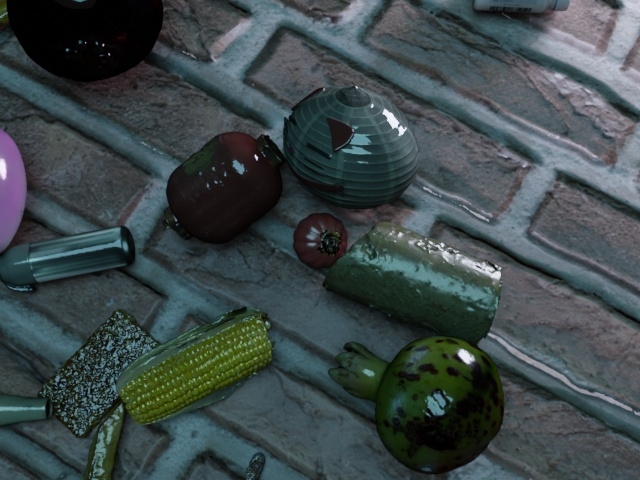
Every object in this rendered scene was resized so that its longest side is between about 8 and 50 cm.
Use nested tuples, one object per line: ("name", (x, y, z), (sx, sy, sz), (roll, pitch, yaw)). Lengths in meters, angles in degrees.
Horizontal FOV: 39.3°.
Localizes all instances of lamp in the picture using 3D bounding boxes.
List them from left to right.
("lamp", (-0.181, -0.098, 1.675), (0.258, 0.180, 0.180), (-36, 77, 12))
("lamp", (0.000, 0.000, 1.687), (0.108, 0.092, 0.107), (-3, 96, -27))
("lamp", (0.053, -0.178, 1.655), (0.233, 0.233, 0.265), (-43, 50, -8))

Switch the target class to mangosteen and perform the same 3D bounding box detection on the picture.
("mangosteen", (-0.452, -0.466, 1.717), (0.297, 0.297, 0.313), (-10, 87, 0))

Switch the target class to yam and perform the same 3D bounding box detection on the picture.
("yam", (0.172, 0.072, 1.628), (0.304, 0.168, 0.168), (22, 78, 7))

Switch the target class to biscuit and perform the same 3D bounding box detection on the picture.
("biscuit", (-0.411, 0.246, 1.677), (0.131, 0.025, 0.231), (40, 81, 10))

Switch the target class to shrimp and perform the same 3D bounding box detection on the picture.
("shrimp", (-0.123, 0.427, 1.613), (0.029, 0.038, 0.092), (13, 77, 6))

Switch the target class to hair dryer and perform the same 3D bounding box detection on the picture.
("hair dryer", (-0.587, 0.266, 1.657), (0.219, 0.088, 0.224), (17, 66, 9))

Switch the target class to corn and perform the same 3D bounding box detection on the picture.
("corn", (-0.219, 0.227, 1.631), (0.305, 0.122, 0.123), (-23, 60, -9))

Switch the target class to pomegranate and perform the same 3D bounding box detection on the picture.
("pomegranate", (0.180, 0.258, 1.570), (0.242, 0.242, 0.306), (-41, 48, -8))

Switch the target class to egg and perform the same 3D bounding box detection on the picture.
("egg", (-0.649, -0.096, 1.688), (0.196, 0.196, 0.271), (-21, 83, -3))

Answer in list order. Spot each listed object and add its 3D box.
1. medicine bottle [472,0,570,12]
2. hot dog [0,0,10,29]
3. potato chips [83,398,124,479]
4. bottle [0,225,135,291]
("medicine bottle", (0.402, -0.508, 1.793), (0.187, 0.103, 0.102), (4, 76, 4))
("hot dog", (-0.666, -0.458, 1.852), (0.216, 0.047, 0.066), (-33, 40, -7))
("potato chips", (-0.391, 0.489, 1.599), (0.080, 0.057, 0.406), (1, 75, -11))
("bottle", (-0.482, 0.038, 1.707), (0.254, 0.079, 0.096), (-10, 100, -2))
